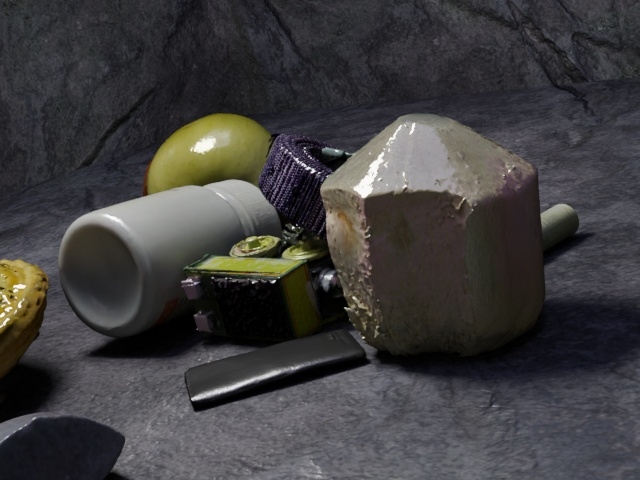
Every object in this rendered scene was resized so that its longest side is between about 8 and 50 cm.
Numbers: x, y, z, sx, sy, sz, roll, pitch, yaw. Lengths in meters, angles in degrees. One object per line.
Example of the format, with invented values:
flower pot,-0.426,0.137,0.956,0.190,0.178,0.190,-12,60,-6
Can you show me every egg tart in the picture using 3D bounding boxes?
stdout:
egg tart,-0.622,0.140,1.654,0.443,0.178,0.443,-23,23,10

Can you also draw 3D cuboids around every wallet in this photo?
wallet,-0.066,0.172,1.517,0.244,0.025,0.124,-14,14,-9

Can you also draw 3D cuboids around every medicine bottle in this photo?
medicine bottle,-0.244,0.019,1.868,0.211,0.211,0.371,-3,10,33
medicine bottle,0.338,0.000,1.785,0.059,0.059,0.231,1,19,44

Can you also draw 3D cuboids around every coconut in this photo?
coconut,0.150,-0.017,1.483,0.298,0.309,0.297,-12,16,3

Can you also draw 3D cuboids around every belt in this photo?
belt,0.036,-0.073,1.763,0.260,0.122,0.325,20,14,-24

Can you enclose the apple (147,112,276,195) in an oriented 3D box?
apple,-0.220,-0.129,2.212,0.295,0.233,0.257,-40,27,22

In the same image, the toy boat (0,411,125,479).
toy boat,-0.375,0.262,1.276,0.276,0.111,0.294,-14,2,-38

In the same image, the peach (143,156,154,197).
peach,-0.293,-0.128,2.458,0.232,0.232,0.257,-3,-21,33

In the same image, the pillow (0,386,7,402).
pillow,-0.545,0.233,1.661,0.131,0.038,0.233,-19,16,-21

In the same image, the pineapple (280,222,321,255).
pineapple,0.000,0.000,2.006,0.251,0.125,0.125,-9,13,34

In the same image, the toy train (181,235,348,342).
toy train,-0.076,0.076,1.704,0.261,0.134,0.177,1,24,39

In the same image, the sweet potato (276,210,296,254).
sweet potato,-0.094,-0.050,2.285,0.109,0.109,0.385,-10,26,10
